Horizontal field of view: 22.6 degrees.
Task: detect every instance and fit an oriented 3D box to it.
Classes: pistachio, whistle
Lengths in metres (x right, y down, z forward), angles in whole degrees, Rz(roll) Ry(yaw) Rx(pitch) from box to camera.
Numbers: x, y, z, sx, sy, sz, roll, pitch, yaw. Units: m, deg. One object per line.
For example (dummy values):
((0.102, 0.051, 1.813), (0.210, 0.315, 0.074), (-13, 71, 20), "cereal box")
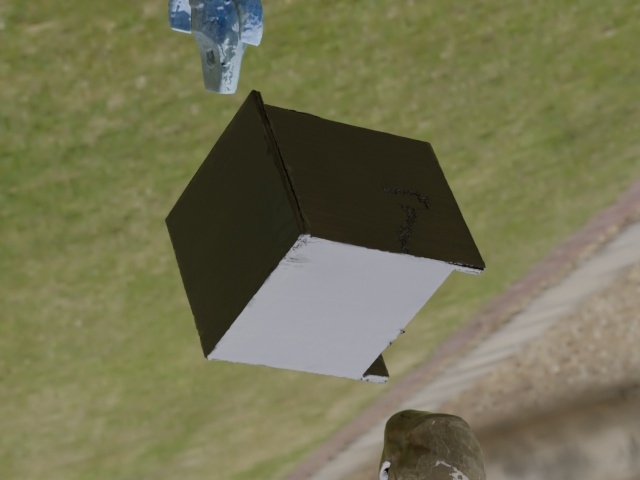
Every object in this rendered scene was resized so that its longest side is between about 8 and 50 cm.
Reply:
((0.114, 0.230, 1.596), (0.113, 0.113, 0.149), (-21, 138, 18), "pistachio")
((-0.121, -0.306, 1.900), (0.093, 0.269, 0.180), (-7, -166, -34), "whistle")

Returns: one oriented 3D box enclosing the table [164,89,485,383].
((0.000, 0.000, 1.402), (0.193, 0.172, 0.169), (10, 133, -33), "table")
